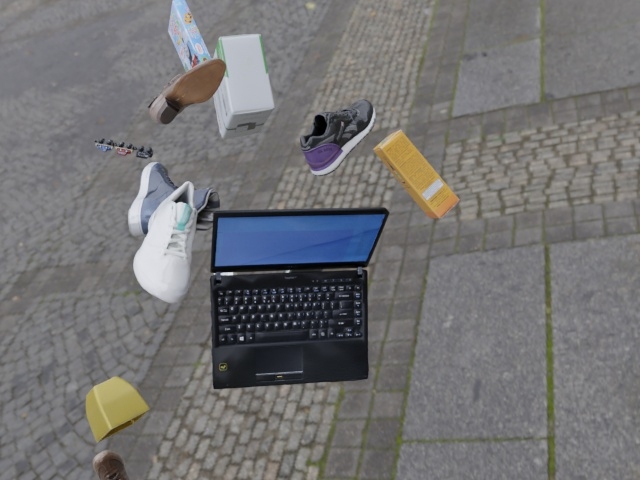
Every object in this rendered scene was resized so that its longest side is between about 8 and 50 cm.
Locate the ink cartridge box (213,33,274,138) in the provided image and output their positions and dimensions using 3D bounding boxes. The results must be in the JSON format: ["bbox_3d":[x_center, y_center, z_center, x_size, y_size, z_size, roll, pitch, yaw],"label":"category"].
[{"bbox_3d":[-0.162,-0.304,1.500,0.087,0.153,0.208,-10,-2,-14],"label":"ink cartridge box"}]

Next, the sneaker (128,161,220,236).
[{"bbox_3d":[-0.275,-0.087,1.468,0.163,0.086,0.226,-6,36,2],"label":"sneaker"}]

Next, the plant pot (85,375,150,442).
[{"bbox_3d":[-0.361,0.286,1.296,0.081,0.083,0.081,-21,-15,-43],"label":"plant pot"}]

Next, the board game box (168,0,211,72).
[{"bbox_3d":[-0.349,-0.517,2.010,0.039,0.211,0.160,-21,-7,-20],"label":"board game box"}]

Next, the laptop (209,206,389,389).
[{"bbox_3d":[-0.032,0.085,1.028,0.234,0.264,0.136,-1,5,-11],"label":"laptop"}]

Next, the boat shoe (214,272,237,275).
[{"bbox_3d":[-0.260,0.106,2.011,0.063,0.066,0.184,-8,48,4],"label":"boat shoe"}]

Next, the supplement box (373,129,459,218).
[{"bbox_3d":[0.237,-0.163,1.857,0.080,0.233,0.078,-44,10,-7],"label":"supplement box"}]

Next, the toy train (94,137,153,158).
[{"bbox_3d":[-0.531,-0.246,2.013,0.158,0.036,0.027,11,10,-8],"label":"toy train"}]

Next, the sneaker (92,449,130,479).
[{"bbox_3d":[-0.476,0.569,1.766,0.066,0.188,0.071,-34,45,-23],"label":"sneaker"}]

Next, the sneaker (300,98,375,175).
[{"bbox_3d":[0.049,-0.308,1.986,0.107,0.124,0.283,3,47,41],"label":"sneaker"}]

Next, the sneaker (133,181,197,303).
[{"bbox_3d":[-0.208,-0.007,1.056,0.094,0.080,0.212,-53,29,29],"label":"sneaker"}]

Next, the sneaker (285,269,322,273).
[{"bbox_3d":[0.000,0.000,1.934,0.295,0.124,0.178,-51,21,38],"label":"sneaker"}]

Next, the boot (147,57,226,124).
[{"bbox_3d":[-0.166,-0.188,0.915,0.118,0.042,0.087,-39,27,8],"label":"boot"}]
